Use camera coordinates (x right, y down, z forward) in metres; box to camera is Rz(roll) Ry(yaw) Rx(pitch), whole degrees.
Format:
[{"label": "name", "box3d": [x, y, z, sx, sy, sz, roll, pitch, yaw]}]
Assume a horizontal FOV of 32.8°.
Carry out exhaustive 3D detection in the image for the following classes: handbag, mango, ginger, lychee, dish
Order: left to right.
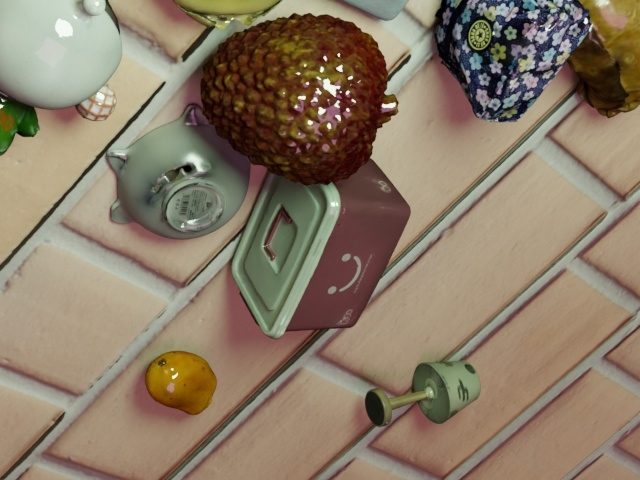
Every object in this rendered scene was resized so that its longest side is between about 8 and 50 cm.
[{"label": "mango", "box3d": [-0.236, 0.240, 1.861, 0.105, 0.084, 0.159, -46, 152, -2]}, {"label": "dish", "box3d": [-0.202, -0.076, 1.603, 0.228, 0.086, 0.236, 29, 113, -37]}, {"label": "lychee", "box3d": [-0.029, -0.193, 1.485, 0.272, 0.236, 0.235, 6, 130, 6]}, {"label": "handbag", "box3d": [0.253, -0.300, 1.525, 0.127, 0.207, 0.228, -1, 136, -40]}, {"label": "ginger", "box3d": [0.435, -0.301, 1.624, 0.165, 0.172, 0.321, -57, 137, -24]}]

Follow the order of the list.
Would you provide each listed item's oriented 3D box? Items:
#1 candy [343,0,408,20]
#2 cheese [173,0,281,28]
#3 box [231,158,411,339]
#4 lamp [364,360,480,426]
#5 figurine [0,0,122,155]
[{"label": "candy", "box3d": [0.065, -0.380, 1.467, 0.174, 0.071, 0.138, 17, 119, -33]}, {"label": "cheese", "box3d": [-0.108, -0.407, 1.346, 0.260, 0.128, 0.315, -4, 128, -5]}, {"label": "box", "box3d": [0.000, 0.000, 1.689, 0.168, 0.193, 0.294, 2, 127, -34]}, {"label": "lamp", "box3d": [0.194, 0.291, 2.045, 0.215, 0.121, 0.121, -11, 132, -29]}, {"label": "figurine", "box3d": [-0.390, -0.208, 1.369, 0.370, 0.167, 0.281, -40, 128, 24]}]
